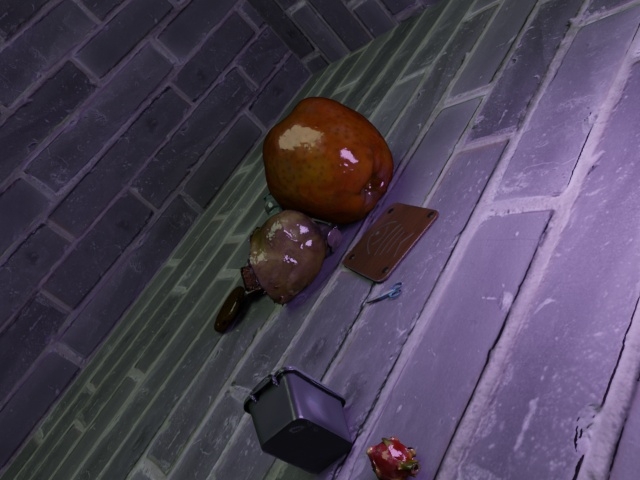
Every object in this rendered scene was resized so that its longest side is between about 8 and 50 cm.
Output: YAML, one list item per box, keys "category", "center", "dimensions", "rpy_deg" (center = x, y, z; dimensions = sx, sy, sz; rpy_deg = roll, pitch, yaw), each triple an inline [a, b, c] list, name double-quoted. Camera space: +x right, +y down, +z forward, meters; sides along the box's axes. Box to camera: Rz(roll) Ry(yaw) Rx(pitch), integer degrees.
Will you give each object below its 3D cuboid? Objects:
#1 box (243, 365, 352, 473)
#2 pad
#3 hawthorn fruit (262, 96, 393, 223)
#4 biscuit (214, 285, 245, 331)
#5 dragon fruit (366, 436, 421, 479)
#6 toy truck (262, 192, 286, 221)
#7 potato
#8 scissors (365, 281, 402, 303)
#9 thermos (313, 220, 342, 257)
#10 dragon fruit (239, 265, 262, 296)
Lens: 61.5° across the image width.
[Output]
- category: "box"
  center: [-0.042, 0.411, 1.212]
  dimensions: [0.163, 0.243, 0.135]
  rpy_deg: [-41, 37, 11]
- category: "pad"
  center: [0.211, -0.002, 1.697]
  dimensions: [0.286, 0.018, 0.284]
  rpy_deg: [-49, 23, -8]
- category: "hawthorn fruit"
  center: [0.035, -0.261, 1.921]
  dimensions: [0.471, 0.472, 0.472]
  rpy_deg: [-37, 25, 21]
- category: "biscuit"
  center: [-0.364, 0.275, 2.154]
  dimensions: [0.212, 0.036, 0.212]
  rpy_deg: [-52, 17, 22]
- category: "dragon fruit"
  center: [0.145, 0.432, 1.044]
  dimensions: [0.086, 0.081, 0.116]
  rpy_deg: [-43, 21, -19]
- category: "toy truck"
  center: [-0.191, -0.121, 2.395]
  dimensions: [0.108, 0.140, 0.257]
  rpy_deg: [-40, 24, 13]
- category: "potato"
  center: [-0.089, 0.042, 1.847]
  dimensions: [0.237, 0.289, 0.301]
  rpy_deg: [-22, 41, 17]
- category: "scissors"
  center: [0.177, 0.153, 1.507]
  dimensions: [0.119, 0.014, 0.058]
  rpy_deg: [-28, 25, 30]
- category: "thermos"
  center: [0.000, 0.000, 1.962]
  dimensions: [0.193, 0.105, 0.137]
  rpy_deg: [11, 86, 55]
- category: "dragon fruit"
  center: [-0.236, 0.153, 2.135]
  dimensions: [0.160, 0.121, 0.127]
  rpy_deg: [-19, -15, 5]
